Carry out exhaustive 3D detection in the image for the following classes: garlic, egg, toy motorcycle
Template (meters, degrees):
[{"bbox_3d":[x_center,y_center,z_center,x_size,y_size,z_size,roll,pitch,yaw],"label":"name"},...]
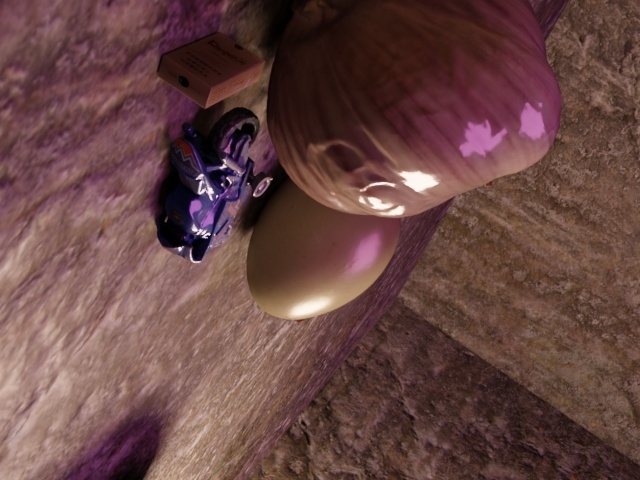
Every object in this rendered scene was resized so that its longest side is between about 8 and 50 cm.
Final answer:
[{"bbox_3d":[0.082,-0.166,0.824,0.317,0.259,0.318,-42,-153,28],"label":"garlic"},{"bbox_3d":[0.000,0.000,1.153,0.254,0.188,0.188,-46,169,4],"label":"egg"},{"bbox_3d":[-0.118,-0.047,0.846,0.114,0.076,0.205,-37,159,-38],"label":"toy motorcycle"}]

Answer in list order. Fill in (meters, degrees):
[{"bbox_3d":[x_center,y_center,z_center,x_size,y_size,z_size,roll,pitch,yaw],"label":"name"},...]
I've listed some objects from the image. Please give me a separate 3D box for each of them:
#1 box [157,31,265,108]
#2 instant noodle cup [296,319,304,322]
[{"bbox_3d":[-0.092,-0.147,0.702,0.083,0.053,0.024,-39,161,-51],"label":"box"},{"bbox_3d":[0.004,0.005,1.424,0.274,0.090,0.274,-53,169,-15],"label":"instant noodle cup"}]
